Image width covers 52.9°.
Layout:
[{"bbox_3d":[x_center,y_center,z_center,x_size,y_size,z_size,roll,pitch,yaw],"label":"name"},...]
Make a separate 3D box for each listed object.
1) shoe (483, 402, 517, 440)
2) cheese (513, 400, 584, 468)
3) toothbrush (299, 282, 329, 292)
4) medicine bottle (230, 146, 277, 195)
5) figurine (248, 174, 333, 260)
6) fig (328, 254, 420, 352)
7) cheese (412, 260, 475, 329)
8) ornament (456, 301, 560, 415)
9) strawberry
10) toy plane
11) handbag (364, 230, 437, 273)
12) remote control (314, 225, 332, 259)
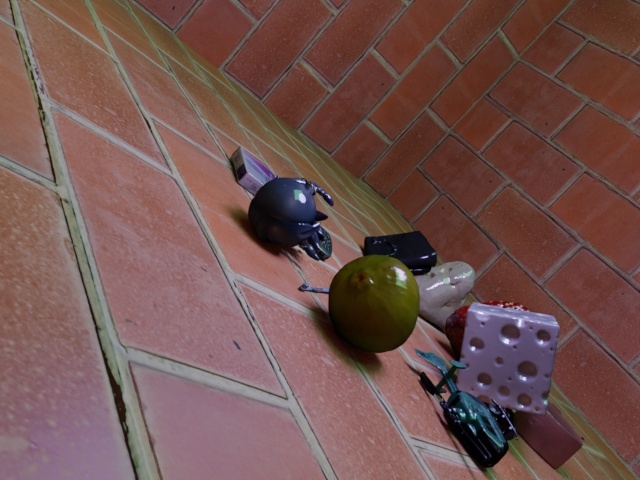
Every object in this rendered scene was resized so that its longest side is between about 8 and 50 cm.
[{"bbox_3d":[0.505,0.494,1.761,0.077,0.074,0.194,46,8,-11],"label":"shoe"},{"bbox_3d":[0.666,0.549,1.951,0.177,0.128,0.203,40,13,-18],"label":"cheese"},{"bbox_3d":[-0.007,0.114,1.521,0.013,0.019,0.193,47,10,21],"label":"toothbrush"},{"bbox_3d":[-0.182,-0.178,1.906,0.171,0.052,0.201,38,14,-28],"label":"medicine bottle"},{"bbox_3d":[-0.072,-0.060,1.589,0.175,0.197,0.265,8,8,14],"label":"figurine"},{"bbox_3d":[0.114,0.143,1.402,0.207,0.207,0.230,48,-16,23],"label":"fig"},{"bbox_3d":[0.409,0.169,2.268,0.247,0.251,0.174,19,21,-28],"label":"cheese"},{"bbox_3d":[0.510,0.314,1.770,0.239,0.239,0.240,8,2,16],"label":"ornament"},{"bbox_3d":[0.576,0.341,2.087,0.309,0.292,0.292,-2,39,-37],"label":"strawberry"},{"bbox_3d":[0.334,0.390,1.494,0.155,0.106,0.382,24,24,-25],"label":"toy plane"},{"bbox_3d":[0.283,0.047,2.328,0.275,0.244,0.088,-101,-173,-68],"label":"handbag"},{"bbox_3d":[0.000,0.000,1.897,0.072,0.042,0.222,41,13,-11],"label":"remote control"}]
